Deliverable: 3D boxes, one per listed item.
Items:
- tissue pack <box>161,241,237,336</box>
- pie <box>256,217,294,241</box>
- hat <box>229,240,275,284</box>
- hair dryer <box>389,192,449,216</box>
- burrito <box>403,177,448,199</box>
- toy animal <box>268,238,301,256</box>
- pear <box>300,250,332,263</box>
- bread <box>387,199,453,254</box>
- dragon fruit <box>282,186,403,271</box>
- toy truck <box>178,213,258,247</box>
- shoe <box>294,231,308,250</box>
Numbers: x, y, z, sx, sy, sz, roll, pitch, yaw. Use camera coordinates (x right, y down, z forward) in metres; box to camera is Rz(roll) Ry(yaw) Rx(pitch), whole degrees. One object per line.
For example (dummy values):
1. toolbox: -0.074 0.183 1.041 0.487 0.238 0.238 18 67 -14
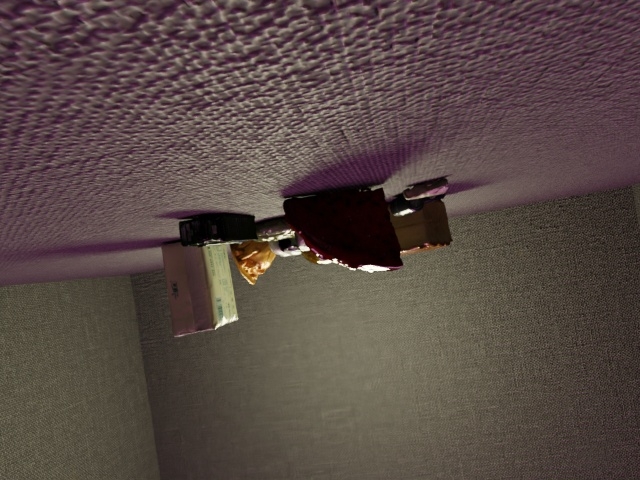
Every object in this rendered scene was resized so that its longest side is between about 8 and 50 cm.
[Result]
1. tissue pack: -0.496 0.183 2.050 0.207 0.380 0.297 -10 176 10
2. pie: -0.134 -0.041 1.876 0.307 0.071 0.306 -8 179 0
3. hat: -0.269 0.059 2.337 0.233 0.244 0.233 -24 -177 8
4. hair dryer: 0.358 -0.140 1.693 0.219 0.071 0.124 -16 179 -23
5. burrito: 0.316 -0.151 1.462 0.149 0.041 0.055 -12 163 34
6. toy animal: -0.141 0.010 2.204 0.179 0.138 0.166 -19 156 42
7. pear: 0.000 0.000 2.059 0.197 0.197 0.197 -10 177 0
8. bread: 0.344 -0.050 1.936 0.279 0.207 0.279 -15 172 37
9. dragon fruit: 0.048 -0.059 1.359 0.330 0.240 0.302 18 179 -17
10. toy truck: -0.298 -0.027 1.449 0.121 0.088 0.259 -9 179 20
11. shoe: 0.050 -0.057 1.689 0.211 0.132 0.342 -13 -179 27
